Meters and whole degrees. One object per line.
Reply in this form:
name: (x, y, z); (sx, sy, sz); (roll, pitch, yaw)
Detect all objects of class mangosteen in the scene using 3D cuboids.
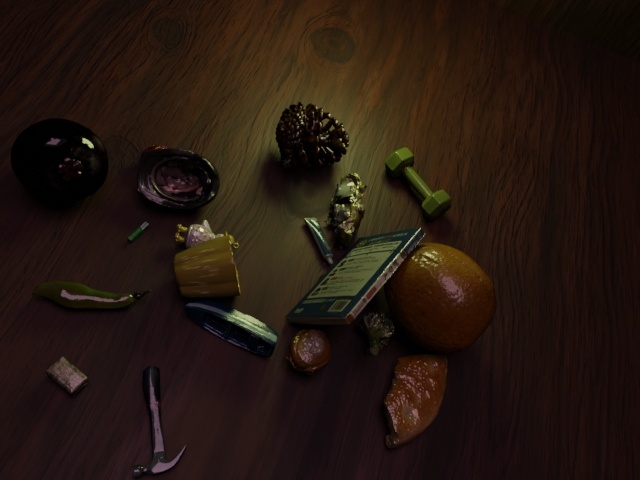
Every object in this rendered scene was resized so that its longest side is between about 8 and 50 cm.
mangosteen: (-0.813, -0.256, 1.765); (0.275, 0.275, 0.302); (-21, 35, -27)

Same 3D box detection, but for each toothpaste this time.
toothpaste: (0.000, 0.000, 1.956); (0.057, 0.035, 0.197); (-4, 57, -37)
toothpaste: (-0.580, -0.026, 1.808); (0.017, 0.020, 0.083); (36, 56, 5)

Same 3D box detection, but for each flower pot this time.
flower pot: (-0.343, 0.090, 1.716); (0.179, 0.195, 0.195); (-11, 62, -9)

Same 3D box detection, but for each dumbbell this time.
dumbbell: (0.369, -0.217, 2.156); (0.108, 0.121, 0.302); (-36, 73, -1)

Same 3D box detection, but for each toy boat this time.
toy boat: (-0.265, 0.249, 1.687); (0.299, 0.096, 0.062); (25, 45, 3)

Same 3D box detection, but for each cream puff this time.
cream puff: (-0.034, 0.333, 1.694); (0.126, 0.103, 0.144); (40, 56, 4)

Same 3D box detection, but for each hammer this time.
hammer: (-0.438, 0.474, 1.525); (0.137, 0.037, 0.290); (-4, 60, -18)

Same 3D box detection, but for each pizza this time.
pizza: (0.283, 0.465, 1.723); (0.182, 0.074, 0.365); (31, 56, 2)

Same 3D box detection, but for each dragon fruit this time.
dragon fruit: (-0.578, -0.247, 1.911); (0.094, 0.094, 0.190); (27, 67, 1)

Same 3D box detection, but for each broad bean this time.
broad bean: (-0.660, 0.163, 1.645); (0.325, 0.067, 0.075); (6, 87, -15)

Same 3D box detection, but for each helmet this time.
helmet: (-0.459, -0.202, 1.878); (0.253, 0.154, 0.198); (10, 94, 0)

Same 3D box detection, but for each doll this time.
doll: (-0.364, -0.001, 1.821); (0.207, 0.081, 0.129); (12, 75, -12)

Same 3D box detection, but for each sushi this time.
sushi: (0.094, -0.120, 1.999); (0.131, 0.139, 0.291); (14, 57, 2)

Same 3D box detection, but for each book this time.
book: (0.109, 0.110, 1.775); (0.428, 0.300, 0.039); (-45, 110, -32)

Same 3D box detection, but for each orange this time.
orange: (0.366, 0.172, 1.787); (0.357, 0.322, 0.322); (44, 57, 14)

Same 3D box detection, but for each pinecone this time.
pinecone: (-0.022, -0.372, 2.064); (0.292, 0.246, 0.246); (5, 56, -32)

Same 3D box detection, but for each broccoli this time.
broccoli: (0.167, 0.298, 1.727); (0.118, 0.122, 0.204); (60, 14, -9)

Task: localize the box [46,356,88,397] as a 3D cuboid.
box: (-0.677, 0.365, 1.519); (0.098, 0.045, 0.062); (38, 57, 10)
